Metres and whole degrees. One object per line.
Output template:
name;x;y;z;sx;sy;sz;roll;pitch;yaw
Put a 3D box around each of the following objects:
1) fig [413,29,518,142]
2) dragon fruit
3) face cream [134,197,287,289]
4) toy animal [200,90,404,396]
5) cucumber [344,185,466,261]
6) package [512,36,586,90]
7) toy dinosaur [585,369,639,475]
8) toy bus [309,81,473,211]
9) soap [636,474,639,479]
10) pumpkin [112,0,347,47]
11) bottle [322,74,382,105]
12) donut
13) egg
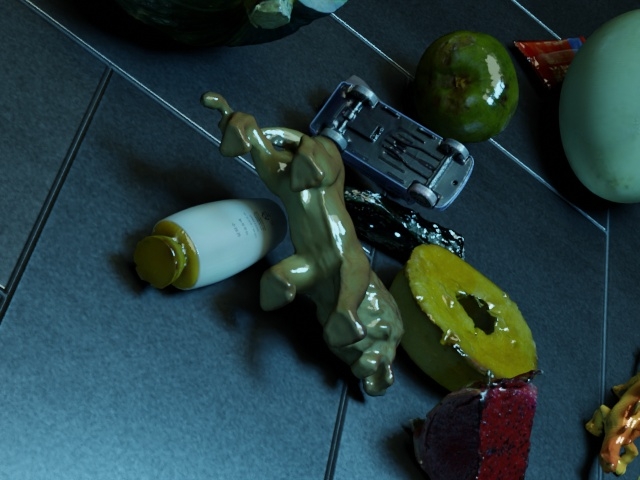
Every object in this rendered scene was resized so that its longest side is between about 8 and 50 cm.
fig;0.165;-0.165;1.876;0.127;0.185;0.133;-25;78;-12
dragon fruit;0.142;0.183;1.521;0.102;0.096;0.147;1;100;-42
face cream;-0.097;0.000;1.461;0.182;0.051;0.072;-22;85;-55
toy animal;0.000;0.000;1.489;0.157;0.097;0.312;-10;82;-69
cucumber;0.081;-0.012;1.673;0.181;0.053;0.053;25;42;-27
package;0.332;-0.241;2.174;0.200;0.022;0.083;-11;67;-52
toy dinosaur;0.367;0.165;1.758;0.070;0.117;0.288;48;38;-2
toy bus;0.075;-0.091;1.663;0.167;0.076;0.073;33;74;11
soap;0.379;0.308;1.701;0.140;0.045;0.089;42;39;-13
pumpkin;-0.119;-0.309;1.605;0.293;0.197;0.263;15;60;-48
bottle;0.064;-0.113;1.740;0.140;0.053;0.053;49;35;-2
donut;0.138;0.087;1.630;0.178;0.065;0.162;39;32;-13
egg;0.408;-0.163;2.018;0.218;0.218;0.295;41;46;-12
